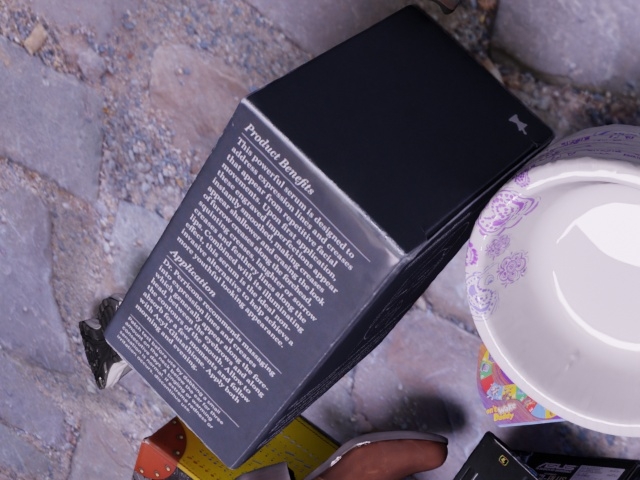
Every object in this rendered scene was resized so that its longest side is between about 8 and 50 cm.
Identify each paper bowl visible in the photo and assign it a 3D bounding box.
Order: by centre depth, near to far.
[{"bbox_3d":[0.290,0.030,1.257,0.284,0.148,0.284,15,122,25],"label":"paper bowl"}]

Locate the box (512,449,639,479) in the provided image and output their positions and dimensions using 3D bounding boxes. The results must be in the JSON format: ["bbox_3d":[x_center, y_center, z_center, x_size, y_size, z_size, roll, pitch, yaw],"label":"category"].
[{"bbox_3d":[0.275,0.321,1.491,0.180,0.077,0.147,-2,113,40],"label":"box"}]

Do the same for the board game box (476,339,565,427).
[{"bbox_3d":[0.221,0.123,1.399,0.168,0.033,0.133,-13,63,43],"label":"board game box"}]

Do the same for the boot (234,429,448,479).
[{"bbox_3d":[0.048,0.368,1.496,0.096,0.264,0.280,74,180,-68],"label":"boot"}]

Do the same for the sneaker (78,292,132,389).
[{"bbox_3d":[-0.253,0.130,1.792,0.271,0.108,0.100,-34,74,61],"label":"sneaker"}]

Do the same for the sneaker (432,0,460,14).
[{"bbox_3d":[0.075,-0.273,1.331,0.158,0.061,0.065,35,137,19],"label":"sneaker"}]

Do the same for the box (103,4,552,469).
[{"bbox_3d":[0.000,0.000,1.380,0.212,0.293,0.395,45,133,9],"label":"box"}]

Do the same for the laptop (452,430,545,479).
[{"bbox_3d":[0.199,0.385,1.430,0.264,0.136,0.234,43,138,17],"label":"laptop"}]

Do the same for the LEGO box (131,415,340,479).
[{"bbox_3d":[-0.022,0.472,1.733,0.500,0.193,0.372,34,130,19],"label":"LEGO box"}]
